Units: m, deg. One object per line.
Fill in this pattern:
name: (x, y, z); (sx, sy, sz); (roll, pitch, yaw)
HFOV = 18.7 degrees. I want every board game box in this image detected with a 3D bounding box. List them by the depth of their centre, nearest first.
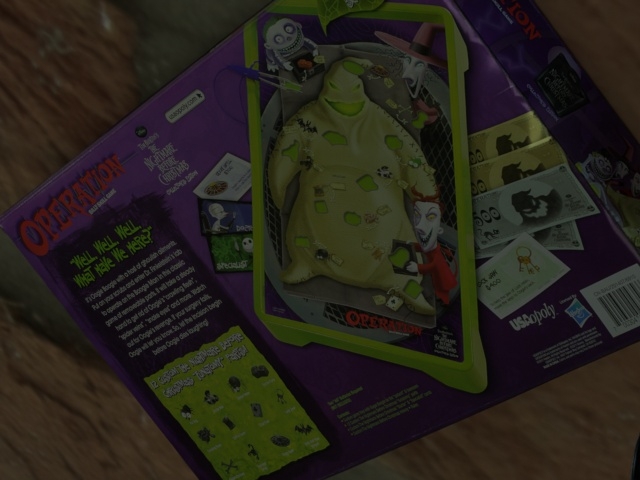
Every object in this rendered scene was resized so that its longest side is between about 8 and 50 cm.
board game box: (0.000, 0.000, 0.915); (0.208, 0.056, 0.347); (50, 139, -9)

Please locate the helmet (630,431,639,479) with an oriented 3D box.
helmet: (0.208, 0.091, 0.722); (0.169, 0.169, 0.161); (50, 155, -2)
